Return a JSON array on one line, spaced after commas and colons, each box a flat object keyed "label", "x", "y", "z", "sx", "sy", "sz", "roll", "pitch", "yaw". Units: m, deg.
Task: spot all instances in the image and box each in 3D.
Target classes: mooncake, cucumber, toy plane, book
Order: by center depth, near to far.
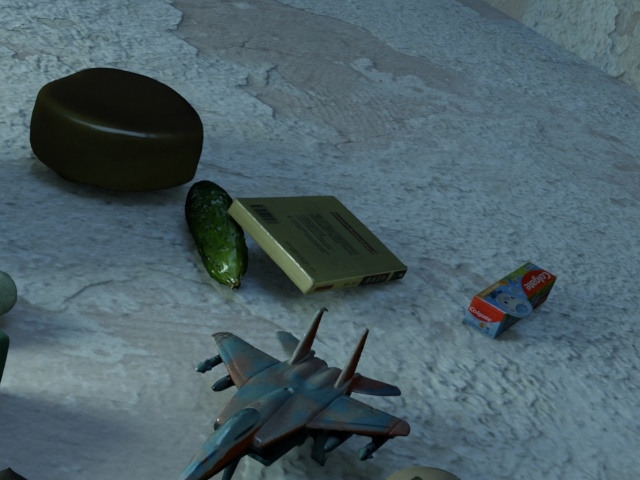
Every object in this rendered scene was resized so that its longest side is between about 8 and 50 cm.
[{"label": "toy plane", "x": -0.046, "y": 0.165, "z": 0.960, "sx": 0.223, "sy": 0.104, "sz": 0.326, "roll": 25, "pitch": 29, "yaw": 18}, {"label": "cucumber", "x": -0.129, "y": -0.009, "z": 1.311, "sx": 0.069, "sy": 0.069, "sz": 0.227, "roll": 8, "pitch": 29, "yaw": -21}, {"label": "book", "x": 0.000, "y": 0.000, "z": 1.353, "sx": 0.161, "sy": 0.026, "sz": 0.231, "roll": 46, "pitch": 26, "yaw": 23}, {"label": "mooncake", "x": -0.271, "y": -0.145, "z": 1.437, "sx": 0.234, "sy": 0.117, "sz": 0.235, "roll": 16, "pitch": 26, "yaw": -8}]

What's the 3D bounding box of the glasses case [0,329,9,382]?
[{"label": "glasses case", "x": -0.339, "y": 0.128, "z": 0.859, "sx": 0.039, "sy": 0.078, "sz": 0.184, "roll": 30, "pitch": 27, "yaw": 17}]

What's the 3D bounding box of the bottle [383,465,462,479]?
[{"label": "bottle", "x": 0.085, "y": 0.269, "z": 0.849, "sx": 0.099, "sy": 0.099, "sz": 0.152, "roll": 15, "pitch": 33, "yaw": -7}]

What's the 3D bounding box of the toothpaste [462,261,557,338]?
[{"label": "toothpaste", "x": 0.269, "y": 0.084, "z": 1.417, "sx": 0.070, "sy": 0.044, "sz": 0.193, "roll": 31, "pitch": 27, "yaw": 23}]

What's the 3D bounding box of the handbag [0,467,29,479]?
[{"label": "handbag", "x": -0.162, "y": 0.284, "z": 0.627, "sx": 0.257, "sy": 0.113, "sz": 0.285, "roll": 27, "pitch": 24, "yaw": 2}]

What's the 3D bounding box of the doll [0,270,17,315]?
[{"label": "doll", "x": -0.405, "y": 0.040, "z": 1.013, "sx": 0.214, "sy": 0.071, "sz": 0.104, "roll": 20, "pitch": 45, "yaw": -16}]
